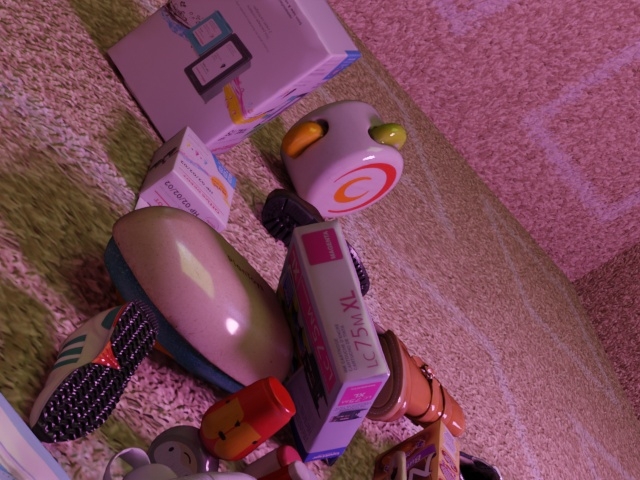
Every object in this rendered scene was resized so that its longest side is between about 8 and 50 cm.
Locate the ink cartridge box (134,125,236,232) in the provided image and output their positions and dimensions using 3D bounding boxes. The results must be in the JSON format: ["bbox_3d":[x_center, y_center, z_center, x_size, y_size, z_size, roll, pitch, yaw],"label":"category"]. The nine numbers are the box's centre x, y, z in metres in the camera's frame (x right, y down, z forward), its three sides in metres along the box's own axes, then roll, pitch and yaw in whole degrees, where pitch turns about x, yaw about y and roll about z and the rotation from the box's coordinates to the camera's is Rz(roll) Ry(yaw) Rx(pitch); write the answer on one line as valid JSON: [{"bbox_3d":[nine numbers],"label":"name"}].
[{"bbox_3d":[-0.170,-0.060,1.306,0.104,0.062,0.181,48,20,-22],"label":"ink cartridge box"}]

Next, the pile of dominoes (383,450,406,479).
[{"bbox_3d":[0.035,0.339,0.925,0.040,0.251,0.196,12,30,-12],"label":"pile of dominoes"}]

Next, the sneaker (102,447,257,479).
[{"bbox_3d":[-0.055,0.318,0.811,0.366,0.137,0.210,43,24,-24],"label":"sneaker"}]

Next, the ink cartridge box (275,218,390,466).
[{"bbox_3d":[-0.005,0.134,1.169,0.311,0.065,0.185,105,-29,-60],"label":"ink cartridge box"}]

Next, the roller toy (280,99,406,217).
[{"bbox_3d":[0.032,-0.145,1.765,0.191,0.209,0.146,103,-34,-59],"label":"roller toy"}]

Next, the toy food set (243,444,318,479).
[{"bbox_3d":[-0.023,0.275,1.020,0.111,0.105,0.232,52,18,-10],"label":"toy food set"}]

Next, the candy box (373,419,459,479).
[{"bbox_3d":[0.122,0.318,1.307,0.053,0.109,0.186,52,18,-13],"label":"candy box"}]

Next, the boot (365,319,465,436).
[{"bbox_3d":[0.123,0.224,1.450,0.220,0.109,0.283,45,0,-20],"label":"boot"}]

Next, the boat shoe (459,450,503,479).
[{"bbox_3d":[0.229,0.374,1.507,0.302,0.091,0.114,24,36,-57],"label":"boat shoe"}]

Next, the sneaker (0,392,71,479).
[{"bbox_3d":[-0.287,0.133,0.583,0.319,0.127,0.208,46,25,-1],"label":"sneaker"}]

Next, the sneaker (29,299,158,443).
[{"bbox_3d":[-0.213,0.119,0.906,0.057,0.075,0.161,56,44,-25],"label":"sneaker"}]

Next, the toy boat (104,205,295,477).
[{"bbox_3d":[-0.127,0.109,1.033,0.267,0.148,0.318,48,11,-37],"label":"toy boat"}]

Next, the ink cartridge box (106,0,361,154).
[{"bbox_3d":[-0.120,-0.269,1.464,0.197,0.270,0.198,57,18,-1],"label":"ink cartridge box"}]

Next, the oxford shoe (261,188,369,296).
[{"bbox_3d":[0.000,0.000,1.604,0.227,0.083,0.096,50,14,-19],"label":"oxford shoe"}]
